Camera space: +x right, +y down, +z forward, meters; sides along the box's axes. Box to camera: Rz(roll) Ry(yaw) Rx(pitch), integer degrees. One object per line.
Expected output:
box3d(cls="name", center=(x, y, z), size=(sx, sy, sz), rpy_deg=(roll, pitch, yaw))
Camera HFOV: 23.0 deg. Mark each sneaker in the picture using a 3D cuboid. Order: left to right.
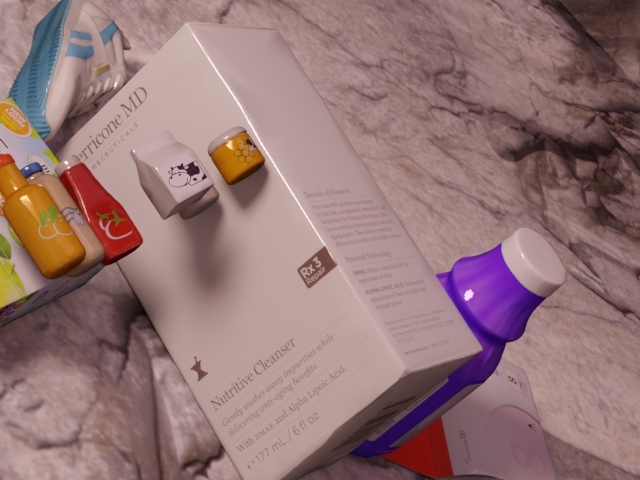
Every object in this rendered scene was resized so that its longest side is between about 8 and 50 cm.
box3d(cls="sneaker", center=(-0.240, -0.163, 1.543), size=(0.092, 0.087, 0.228), rpy_deg=(39, 32, -22))

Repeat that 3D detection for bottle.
box3d(cls="bottle", center=(0.114, 0.095, 1.516), size=(0.092, 0.283, 0.118), rpy_deg=(0, 54, -52))

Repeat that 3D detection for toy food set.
box3d(cls="toy food set", center=(-0.169, -0.052, 1.323), size=(0.232, 0.111, 0.104), rpy_deg=(-31, 84, -31))

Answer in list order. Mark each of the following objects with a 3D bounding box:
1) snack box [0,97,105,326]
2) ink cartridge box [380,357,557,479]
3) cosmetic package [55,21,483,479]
box3d(cls="snack box", center=(-0.286, -0.019, 1.321), size=(0.174, 0.070, 0.207), rpy_deg=(52, 27, 3))
box3d(cls="ink cartridge box", center=(0.150, 0.184, 1.701), size=(0.232, 0.066, 0.189), rpy_deg=(32, 33, -36))
box3d(cls="cosmetic package", center=(-0.053, 0.009, 1.465), size=(0.385, 0.217, 0.156), rpy_deg=(56, 29, 15))
